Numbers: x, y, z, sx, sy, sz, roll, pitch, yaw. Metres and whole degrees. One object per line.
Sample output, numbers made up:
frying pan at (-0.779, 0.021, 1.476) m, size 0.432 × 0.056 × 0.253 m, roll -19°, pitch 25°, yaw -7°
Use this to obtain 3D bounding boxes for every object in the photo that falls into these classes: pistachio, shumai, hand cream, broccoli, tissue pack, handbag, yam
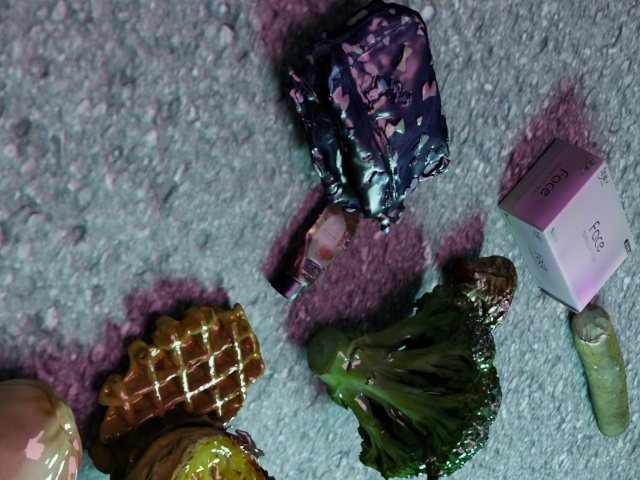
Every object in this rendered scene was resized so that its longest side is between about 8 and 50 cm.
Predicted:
pistachio at (-0.319, 0.227, 1.133) m, size 0.145 × 0.117 × 0.201 m, roll 21°, pitch 111°, yaw -12°
shumai at (0.215, 0.071, 1.596) m, size 0.087 × 0.099 × 0.124 m, roll 19°, pitch 100°, yaw -33°
hand cream at (0.000, 0.000, 1.361) m, size 0.062 × 0.039 × 0.163 m, roll 38°, pitch 84°, yaw -35°
broccoli at (0.114, 0.173, 1.485) m, size 0.269 × 0.269 × 0.254 m, roll -12°, pitch 160°, yaw -41°
tissue pack at (0.374, -0.016, 1.689) m, size 0.148 × 0.092 × 0.246 m, roll -48°, pitch 141°, yaw -8°
handbag at (0.054, -0.139, 1.262) m, size 0.162 × 0.113 × 0.260 m, roll -45°, pitch 139°, yaw -24°
yam at (0.512, 0.241, 2.024) m, size 0.083 × 0.083 × 0.371 m, roll -45°, pitch 141°, yaw -14°

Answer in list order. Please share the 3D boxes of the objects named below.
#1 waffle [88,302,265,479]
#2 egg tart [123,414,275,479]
waffle at (-0.155, 0.187, 1.314) m, size 0.253 × 0.056 × 0.249 m, roll -54°, pitch 141°, yaw -5°
egg tart at (-0.142, 0.334, 1.247) m, size 0.279 × 0.095 × 0.279 m, roll 29°, pitch 54°, yaw -49°
